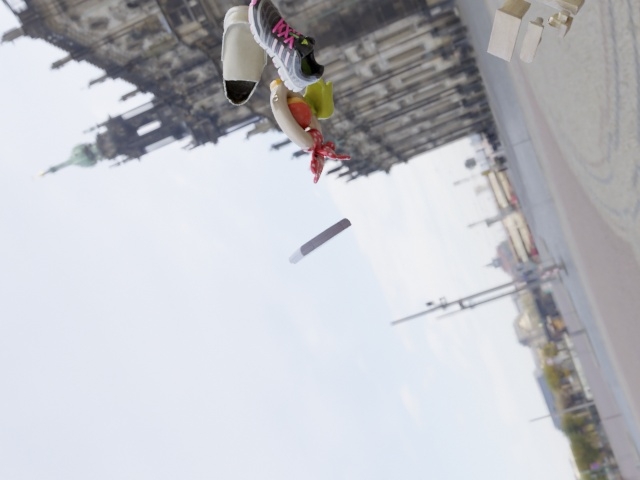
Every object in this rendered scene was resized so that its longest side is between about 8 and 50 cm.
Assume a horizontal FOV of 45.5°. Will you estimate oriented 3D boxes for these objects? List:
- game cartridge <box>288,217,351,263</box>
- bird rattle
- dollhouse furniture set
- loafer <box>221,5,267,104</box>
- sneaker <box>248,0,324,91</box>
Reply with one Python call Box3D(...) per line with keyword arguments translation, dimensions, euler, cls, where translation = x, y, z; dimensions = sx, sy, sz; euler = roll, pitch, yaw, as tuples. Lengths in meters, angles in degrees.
Box3D(translation=(0.000, 0.000, 0.978), dimensions=(0.017, 0.083, 0.056), euler=(57, 154, -1), cls="game cartridge")
Box3D(translation=(-0.046, -0.270, 1.790), dimensions=(0.207, 0.143, 0.254), euler=(28, -131, -45), cls="bird rattle")
Box3D(translation=(0.477, -0.479, 1.687), dimensions=(0.151, 0.144, 0.123), euler=(-52, -20, -26), cls="dollhouse furniture set")
Box3D(translation=(-0.157, -0.381, 1.607), dimensions=(0.268, 0.101, 0.092), euler=(104, 166, -63), cls="loafer")
Box3D(translation=(-0.048, -0.313, 1.205), dimensions=(0.170, 0.074, 0.063), euler=(57, -132, -32), cls="sneaker")
